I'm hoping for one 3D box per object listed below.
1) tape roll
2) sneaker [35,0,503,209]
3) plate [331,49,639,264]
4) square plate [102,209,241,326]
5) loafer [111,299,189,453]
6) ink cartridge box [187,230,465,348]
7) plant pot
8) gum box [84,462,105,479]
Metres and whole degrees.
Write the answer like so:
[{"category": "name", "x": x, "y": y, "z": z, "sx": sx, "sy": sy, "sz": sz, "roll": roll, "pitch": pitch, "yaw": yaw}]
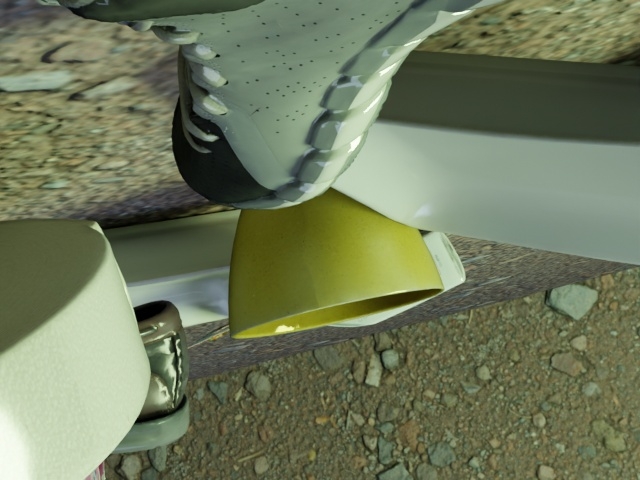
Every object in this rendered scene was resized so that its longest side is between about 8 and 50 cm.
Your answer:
[{"category": "tape roll", "x": -0.269, "y": 0.089, "z": 0.645, "sx": 0.392, "sy": 0.072, "sz": 0.392, "roll": -16, "pitch": -165, "yaw": 4}, {"category": "sneaker", "x": -0.037, "y": -0.071, "z": 0.391, "sx": 0.132, "sy": 0.086, "sz": 0.229, "roll": -4, "pitch": 160, "yaw": -26}, {"category": "plate", "x": 0.120, "y": -0.034, "z": 0.658, "sx": 0.278, "sy": 0.045, "sz": 0.277, "roll": 8, "pitch": 173, "yaw": 26}, {"category": "square plate", "x": -0.164, "y": 0.038, "z": 1.055, "sx": 0.347, "sy": 0.049, "sz": 0.344, "roll": -9, "pitch": 171, "yaw": -24}, {"category": "loafer", "x": -0.230, "y": 0.088, "z": 0.903, "sx": 0.302, "sy": 0.095, "sz": 0.109, "roll": -2, "pitch": -163, "yaw": -24}, {"category": "ink cartridge box", "x": 0.010, "y": 0.059, "z": 1.225, "sx": 0.232, "sy": 0.066, "sz": 0.189, "roll": -29, "pitch": 179, "yaw": 3}, {"category": "plant pot", "x": 0.000, "y": 0.000, "z": 0.865, "sx": 0.134, "sy": 0.095, "sz": 0.134, "roll": -13, "pitch": 172, "yaw": -2}, {"category": "gum box", "x": -0.270, "y": 0.170, "z": 1.350, "sx": 0.107, "sy": 0.188, "sz": 0.062, "roll": -5, "pitch": 173, "yaw": 3}]
